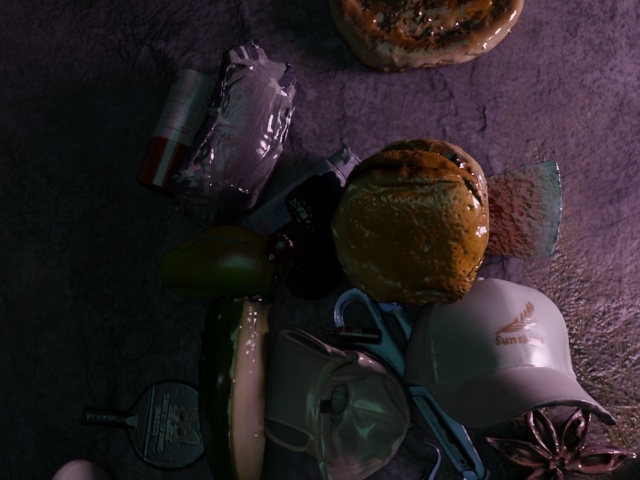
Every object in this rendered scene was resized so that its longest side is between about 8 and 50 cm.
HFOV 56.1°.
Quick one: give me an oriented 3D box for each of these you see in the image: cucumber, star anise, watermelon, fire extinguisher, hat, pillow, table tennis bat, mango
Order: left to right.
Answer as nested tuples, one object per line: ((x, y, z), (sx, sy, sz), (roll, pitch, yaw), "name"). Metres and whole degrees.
((-0.293, 0.310, 1.024), (0.236, 0.027, 0.150), (4, 80, 7), "table tennis bat")
((-0.176, 0.037, 1.017), (0.232, 0.111, 0.126), (2, 67, 21), "mango")
((-0.146, 0.250, 0.947), (0.145, 0.105, 0.326), (-7, 80, 41), "cucumber")
((-0.144, -0.180, 1.045), (0.161, 0.092, 0.335), (23, 83, -19), "pillow")
((0.015, 0.250, 0.962), (0.226, 0.164, 0.220), (30, 107, 51), "hat")
((0.046, 0.160, 0.962), (0.100, 0.032, 0.046), (2, 65, 11), "fire extinguisher")
((0.261, -0.042, 0.985), (0.241, 0.094, 0.154), (-3, 88, 10), "watermelon")
((0.262, 0.151, 0.834), (0.257, 0.301, 0.168), (-4, 98, -6), "hat")
((0.346, 0.323, 0.907), (0.171, 0.063, 0.208), (42, 91, 18), "star anise")

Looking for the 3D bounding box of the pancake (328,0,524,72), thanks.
((0.183, -0.463, 1.080), (0.355, 0.065, 0.357), (-2, 82, 11), "pancake")

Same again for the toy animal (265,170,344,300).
((-0.005, 0.001, 0.953), (0.116, 0.179, 0.219), (9, 101, 23), "toy animal")

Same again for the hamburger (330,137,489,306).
((0.141, -0.030, 0.900), (0.244, 0.163, 0.245), (4, 106, 15), "hamburger")

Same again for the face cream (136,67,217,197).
((-0.249, -0.188, 1.075), (0.095, 0.096, 0.214), (17, 82, 11), "face cream")

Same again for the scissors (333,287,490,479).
((0.161, 0.207, 0.968), (0.180, 0.032, 0.393), (-29, 76, 4), "scissors")

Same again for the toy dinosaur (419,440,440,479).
((0.176, 0.409, 0.917), (0.080, 0.045, 0.198), (-1, 89, 25), "toy dinosaur")

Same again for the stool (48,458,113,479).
((-0.434, 0.465, 0.927), (0.198, 0.195, 0.196), (-22, 77, 5), "stool")

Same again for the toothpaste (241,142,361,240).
((-0.030, -0.074, 1.045), (0.234, 0.057, 0.089), (-41, 77, 6), "toothpaste")
